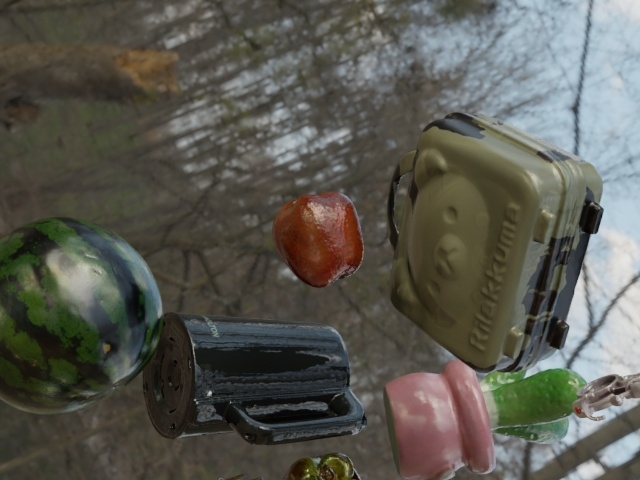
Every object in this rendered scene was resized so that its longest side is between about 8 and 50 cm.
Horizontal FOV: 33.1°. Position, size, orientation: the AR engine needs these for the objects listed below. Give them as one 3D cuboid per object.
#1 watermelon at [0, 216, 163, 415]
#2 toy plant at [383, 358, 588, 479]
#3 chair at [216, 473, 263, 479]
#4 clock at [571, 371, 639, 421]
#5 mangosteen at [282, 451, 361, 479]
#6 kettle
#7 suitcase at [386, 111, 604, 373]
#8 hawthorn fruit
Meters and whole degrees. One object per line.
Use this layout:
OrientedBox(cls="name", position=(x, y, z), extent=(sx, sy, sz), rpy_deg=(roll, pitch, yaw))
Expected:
OrientedBox(cls="watermelon", position=(-0.366, 0.108, 1.528), extent=(0.285, 0.285, 0.285), rpy_deg=(60, -12, 22))
OrientedBox(cls="toy plant", position=(0.294, 0.321, 1.972), extent=(0.317, 0.356, 0.211), rpy_deg=(84, -11, -65))
OrientedBox(cls="chair", position=(-0.222, 0.498, 2.051), extent=(0.104, 0.221, 0.095), rpy_deg=(-90, 155, -50))
OrientedBox(cls="clock", position=(0.399, 0.205, 1.450), extent=(0.129, 0.087, 0.041), rpy_deg=(-25, -88, 46))
OrientedBox(cls="mangosteen", position=(0.009, 0.419, 1.839), extent=(0.146, 0.155, 0.181), rpy_deg=(-86, -177, -59))
OrientedBox(cls="kettle", position=(-0.104, 0.223, 1.786), extent=(0.262, 0.308, 0.203), rpy_deg=(-6, -98, 58))
OrientedBox(cls="suitcase", position=(0.221, -0.006, 1.596), extent=(0.339, 0.194, 0.352), rpy_deg=(37, -54, 44))
OrientedBox(cls="hawthorn fruit", position=(0.000, 0.000, 1.563), extent=(0.133, 0.132, 0.138), rpy_deg=(127, -48, -78))
